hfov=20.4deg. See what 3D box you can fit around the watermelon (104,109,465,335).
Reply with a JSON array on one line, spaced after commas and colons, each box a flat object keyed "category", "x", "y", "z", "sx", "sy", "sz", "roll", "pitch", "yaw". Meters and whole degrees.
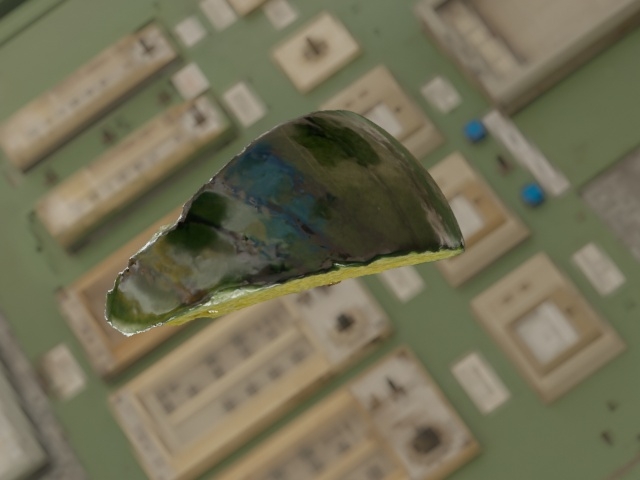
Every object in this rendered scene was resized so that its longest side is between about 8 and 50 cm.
[{"category": "watermelon", "x": 0.009, "y": 0.002, "z": 0.734, "sx": 0.075, "sy": 0.092, "sz": 0.181, "roll": 36, "pitch": -156, "yaw": 28}]
